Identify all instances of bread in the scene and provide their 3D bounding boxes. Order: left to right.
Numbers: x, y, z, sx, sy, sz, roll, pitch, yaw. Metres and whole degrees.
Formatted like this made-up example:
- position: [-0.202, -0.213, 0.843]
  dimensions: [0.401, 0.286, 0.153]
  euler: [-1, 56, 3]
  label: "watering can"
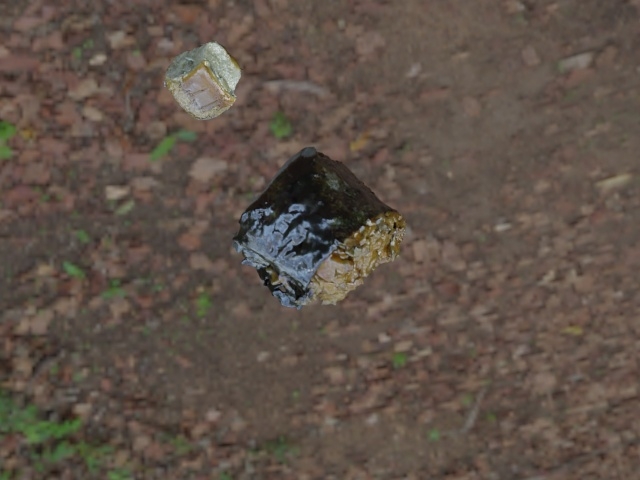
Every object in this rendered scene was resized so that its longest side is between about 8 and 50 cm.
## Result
- position: [-0.151, -0.206, 1.623]
  dimensions: [0.083, 0.077, 0.070]
  euler: [-15, 138, 40]
  label: "bread"

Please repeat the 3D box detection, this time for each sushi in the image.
- position: [0.000, 0.000, 1.936]
  dimensions: [0.234, 0.207, 0.348]
  euler: [-50, 168, 12]
  label: "sushi"
